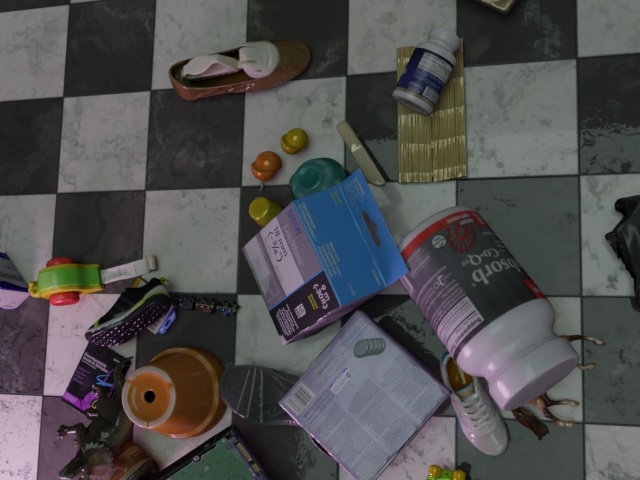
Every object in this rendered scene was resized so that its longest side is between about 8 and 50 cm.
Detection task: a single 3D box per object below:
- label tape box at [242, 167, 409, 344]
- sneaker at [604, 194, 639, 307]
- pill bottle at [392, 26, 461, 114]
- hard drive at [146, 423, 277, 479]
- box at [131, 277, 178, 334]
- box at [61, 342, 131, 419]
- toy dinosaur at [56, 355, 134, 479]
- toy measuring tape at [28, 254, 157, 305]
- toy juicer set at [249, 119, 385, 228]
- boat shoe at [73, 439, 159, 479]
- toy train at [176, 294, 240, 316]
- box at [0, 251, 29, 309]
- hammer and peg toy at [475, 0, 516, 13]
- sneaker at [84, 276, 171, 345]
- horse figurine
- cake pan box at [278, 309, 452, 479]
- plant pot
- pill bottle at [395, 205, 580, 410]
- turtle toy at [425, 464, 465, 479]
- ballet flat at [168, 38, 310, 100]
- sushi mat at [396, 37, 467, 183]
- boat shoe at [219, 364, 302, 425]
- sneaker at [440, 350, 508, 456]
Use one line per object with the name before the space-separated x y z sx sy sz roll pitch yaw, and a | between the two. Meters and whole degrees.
label tape box | -0.004 0.039 1.595 0.333 0.106 0.241 -39 70 46
sneaker | 0.611 0.018 1.518 0.106 0.078 0.234 2 79 20
pill bottle | 0.230 -0.362 1.651 0.094 0.094 0.169 27 91 18
hard drive | -0.255 0.576 1.658 0.339 0.064 0.237 -35 97 7
box | -0.397 0.158 1.825 0.136 0.028 0.081 36 94 15
box | -0.531 0.332 1.840 0.116 0.029 0.162 25 89 18
toy dinosaur | -0.477 0.414 1.739 0.160 0.121 0.313 14 53 28
toy measuring tape | -0.556 0.084 1.837 0.330 0.121 0.121 -13 79 15
toy juicer set | -0.010 -0.158 1.727 0.329 0.089 0.209 -17 65 22
boat shoe | -0.509 0.587 1.761 0.324 0.122 0.120 -44 66 -2
toy train | -0.259 0.150 1.784 0.158 0.027 0.036 6 88 18
box | -0.799 0.094 1.902 0.072 0.126 0.137 -41 74 6
hammer and peg toy | 0.385 -0.686 1.652 0.266 0.127 0.361 33 93 18
sneaker | -0.440 0.162 1.796 0.234 0.084 0.097 -28 53 11
horse figurine | 0.441 0.259 1.539 0.174 0.066 0.263 20 88 17
cake pan box | 0.085 0.315 1.537 0.245 0.070 0.267 40 91 20
plant pot | -0.329 0.334 1.695 0.205 0.188 0.205 -2 82 16
pill bottle | 0.312 0.127 1.487 0.210 0.210 0.363 -38 62 9
turtle toy | 0.267 0.502 1.557 0.130 0.066 0.095 7 85 17
ballet flat | -0.198 -0.403 1.790 0.342 0.124 0.116 -6 81 16
sushi mat | 0.241 -0.281 1.697 0.151 0.019 0.317 -2 82 17
boat shoe | -0.066 0.341 1.669 0.320 0.103 0.118 6 82 21
sneaker | 0.301 0.327 1.558 0.087 0.092 0.229 -29 77 9
